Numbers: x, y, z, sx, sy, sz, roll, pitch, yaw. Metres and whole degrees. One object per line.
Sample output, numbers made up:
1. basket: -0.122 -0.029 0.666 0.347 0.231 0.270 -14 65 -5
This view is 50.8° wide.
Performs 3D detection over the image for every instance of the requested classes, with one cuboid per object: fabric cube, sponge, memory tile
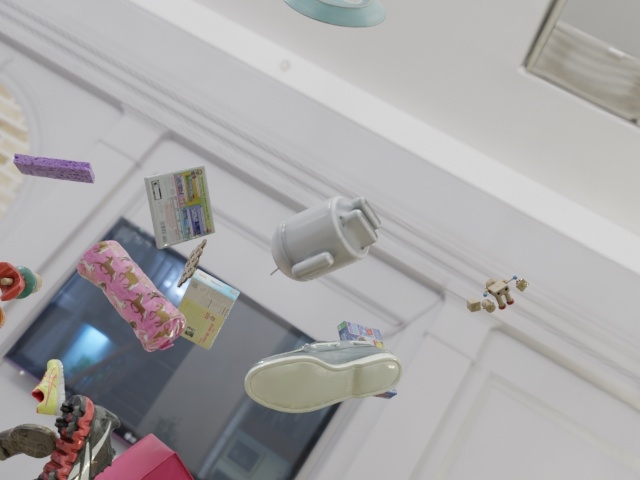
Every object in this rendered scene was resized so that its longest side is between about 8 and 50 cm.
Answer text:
1. fabric cube: -0.464 0.720 1.821 0.258 0.254 0.259 -7 -66 60
2. sponge: -0.769 -0.208 1.958 0.210 0.031 0.117 6 -14 -9
3. memory tile: -0.383 0.069 2.014 0.012 0.148 0.113 32 -42 -20

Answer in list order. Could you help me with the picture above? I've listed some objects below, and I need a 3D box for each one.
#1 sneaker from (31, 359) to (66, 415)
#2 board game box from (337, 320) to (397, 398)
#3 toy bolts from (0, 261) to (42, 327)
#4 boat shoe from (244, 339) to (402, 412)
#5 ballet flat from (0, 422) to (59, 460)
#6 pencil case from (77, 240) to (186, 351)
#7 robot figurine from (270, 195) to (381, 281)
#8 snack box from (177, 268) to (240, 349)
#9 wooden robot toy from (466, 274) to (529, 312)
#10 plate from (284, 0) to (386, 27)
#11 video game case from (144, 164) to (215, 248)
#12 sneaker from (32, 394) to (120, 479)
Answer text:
1. sneaker: -0.826 0.442 2.045 0.208 0.094 0.081 -119 -143 -47
2. board game box: 0.125 0.322 1.821 0.136 0.201 0.035 20 -47 -36
3. toy bolts: -0.869 0.126 1.799 0.218 0.229 0.158 62 3 8
4. boat shoe: -0.002 0.248 1.289 0.099 0.320 0.116 -139 -128 -58
5. ballet flat: -0.624 0.422 1.433 0.250 0.058 0.084 -23 -80 38
6. pencil case: -0.589 0.173 2.105 0.386 0.160 0.167 43 -3 18
7. robot figurine: 0.000 0.000 1.976 0.354 0.300 0.199 -23 -68 27
8. snack box: -0.458 0.276 2.630 0.187 0.060 0.322 29 -54 -3
9. wooden robot toy: 0.459 0.137 1.785 0.076 0.173 0.079 64 -6 -26
10. plate: 0.024 -0.416 1.150 0.188 0.188 0.024 28 -48 15
11. video game case: -0.407 -0.100 1.968 0.023 0.193 0.212 10 -67 48
12. sneaker: -0.485 0.455 1.344 0.135 0.275 0.098 29 -18 -38
